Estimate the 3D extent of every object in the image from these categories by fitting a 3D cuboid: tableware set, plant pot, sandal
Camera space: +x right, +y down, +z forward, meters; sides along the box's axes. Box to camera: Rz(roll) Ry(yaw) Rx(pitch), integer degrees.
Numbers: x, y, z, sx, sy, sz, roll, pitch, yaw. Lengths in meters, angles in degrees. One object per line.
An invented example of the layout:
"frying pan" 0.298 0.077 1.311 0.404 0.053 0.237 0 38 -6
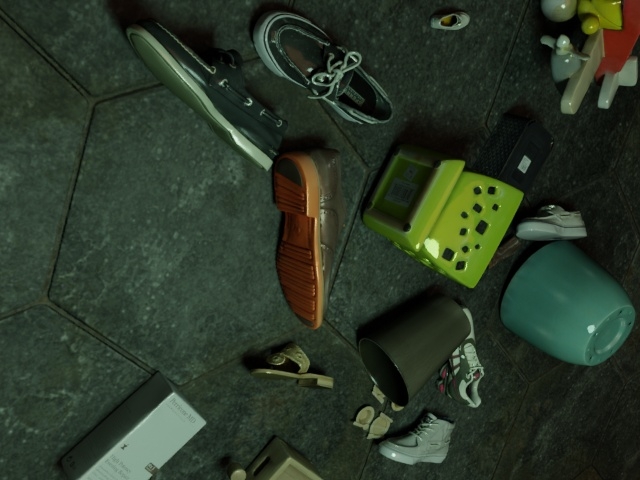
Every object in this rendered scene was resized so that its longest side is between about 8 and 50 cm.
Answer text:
"tableware set" 0.151 0.408 1.647 0.141 0.020 0.169 37 86 -40
"plant pot" 0.658 0.183 1.751 0.293 0.235 0.293 -19 129 -25
"sandal" -0.058 0.256 1.412 0.240 0.088 0.079 26 61 -47
"plant pot" 0.232 -0.065 1.380 0.207 0.228 0.227 25 94 -34

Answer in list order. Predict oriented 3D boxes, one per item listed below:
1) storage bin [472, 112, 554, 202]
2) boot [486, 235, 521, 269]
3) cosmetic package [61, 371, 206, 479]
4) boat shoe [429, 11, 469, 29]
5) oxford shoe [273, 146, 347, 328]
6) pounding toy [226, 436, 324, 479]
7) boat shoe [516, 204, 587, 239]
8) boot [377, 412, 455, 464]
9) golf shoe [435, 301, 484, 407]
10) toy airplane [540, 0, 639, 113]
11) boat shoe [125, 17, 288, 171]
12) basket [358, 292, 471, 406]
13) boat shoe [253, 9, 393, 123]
"storage bin" 0.446 -0.189 1.567 0.122 0.084 0.180 27 91 -40
"boot" 0.455 0.009 1.687 0.114 0.037 0.106 -27 136 -21
"cosmetic package" -0.337 0.367 1.233 0.231 0.085 0.117 -43 128 -12
"boat shoe" 0.268 -0.443 1.362 0.100 0.035 0.035 -11 115 -32
"oxford shoe" 0.000 0.000 1.300 0.133 0.130 0.364 -20 121 -37
"pounding toy" -0.129 0.517 1.449 0.181 0.094 0.206 -47 120 -4
"boat shoe" 0.591 -0.050 1.730 0.267 0.096 0.088 1 79 -35
"boot" 0.249 0.493 1.719 0.258 0.095 0.123 19 91 -48
"golf shoe" 0.362 0.285 1.686 0.105 0.120 0.273 -18 117 -27
"toy airplane" 0.614 -0.482 1.487 0.386 0.272 0.384 -40 151 -63
"boat shoe" -0.159 -0.248 1.076 0.113 0.127 0.340 -53 131 -7
"basket" 0.223 0.234 1.546 0.227 0.154 0.204 -37 128 -23
"boat shoe" 0.016 -0.295 1.196 0.306 0.105 0.113 37 86 -40
